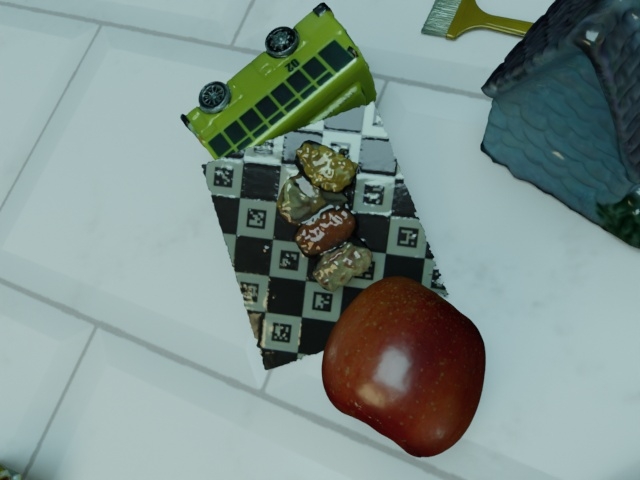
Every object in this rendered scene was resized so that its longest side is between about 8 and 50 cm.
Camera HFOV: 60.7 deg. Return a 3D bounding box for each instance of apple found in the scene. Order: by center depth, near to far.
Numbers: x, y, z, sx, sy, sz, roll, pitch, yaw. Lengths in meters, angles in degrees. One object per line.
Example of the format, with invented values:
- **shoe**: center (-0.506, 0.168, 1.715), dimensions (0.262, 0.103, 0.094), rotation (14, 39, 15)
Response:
- **apple**: center (0.095, 0.138, 0.610), dimensions (0.181, 0.181, 0.168), rotation (33, 80, 22)

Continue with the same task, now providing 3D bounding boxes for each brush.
- **brush**: center (0.260, -0.322, 0.813), dimensions (0.205, 0.011, 0.083), rotation (21, 77, 20)

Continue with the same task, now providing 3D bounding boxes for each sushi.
- **sushi**: center (0.000, 0.000, 0.688), dimensions (0.264, 0.050, 0.290), rotation (-19, 93, 8)

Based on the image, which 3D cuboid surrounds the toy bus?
- **toy bus**: center (-0.048, -0.194, 0.788), dimensions (0.262, 0.128, 0.150), rotation (-39, 68, 2)

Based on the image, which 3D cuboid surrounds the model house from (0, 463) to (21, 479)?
- **model house**: center (-0.480, 0.456, 0.688), dimensions (0.300, 0.340, 0.323), rotation (-17, 32, 51)

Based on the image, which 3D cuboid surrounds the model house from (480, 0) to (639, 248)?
- **model house**: center (0.386, -0.228, 0.572), dimensions (0.297, 0.339, 0.360), rotation (41, 85, 25)
